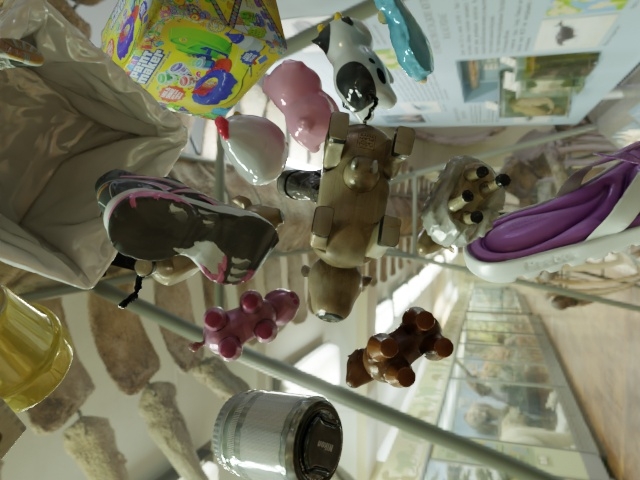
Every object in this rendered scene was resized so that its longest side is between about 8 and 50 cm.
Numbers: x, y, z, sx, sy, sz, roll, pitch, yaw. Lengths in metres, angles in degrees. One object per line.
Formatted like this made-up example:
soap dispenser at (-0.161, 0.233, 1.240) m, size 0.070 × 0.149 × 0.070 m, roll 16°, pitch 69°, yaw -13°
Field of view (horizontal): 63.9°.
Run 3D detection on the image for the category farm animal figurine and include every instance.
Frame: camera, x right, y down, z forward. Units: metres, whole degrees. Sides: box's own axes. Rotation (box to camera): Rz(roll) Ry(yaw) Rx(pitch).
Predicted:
farm animal figurine at (0.000, 0.000, 0.576) m, size 0.326 × 0.330 × 0.172 m, roll -62°, pitch 0°, yaw -10°

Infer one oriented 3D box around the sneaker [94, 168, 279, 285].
sneaker at (-0.108, -0.020, 0.436) m, size 0.072 × 0.077 × 0.178 m, roll -50°, pitch -34°, yaw 7°

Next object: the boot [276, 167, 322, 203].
boot at (0.056, -0.107, 1.087) m, size 0.263 × 0.229 × 0.091 m, roll -13°, pitch -70°, yaw -32°

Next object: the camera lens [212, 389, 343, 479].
camera lens at (-0.099, 0.486, 1.265) m, size 0.219 × 0.274 × 0.219 m, roll 12°, pitch -104°, yaw -54°

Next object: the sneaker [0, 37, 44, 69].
sneaker at (-0.352, -0.201, 0.564) m, size 0.083 × 0.037 × 0.031 m, roll 3°, pitch -126°, yaw -33°

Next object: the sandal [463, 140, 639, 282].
sandal at (0.392, -0.066, 0.703) m, size 0.102 × 0.416 × 0.169 m, roll 60°, pitch -176°, yaw -30°

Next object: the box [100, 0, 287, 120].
box at (-0.278, -0.430, 1.105) m, size 0.279 × 0.290 × 0.176 m, roll 4°, pitch -115°, yaw -41°

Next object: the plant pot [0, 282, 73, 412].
plant pot at (-0.704, 0.213, 1.102) m, size 0.239 × 0.254 × 0.254 m, roll 90°, pitch -168°, yaw -51°

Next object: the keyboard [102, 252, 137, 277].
keyboard at (-0.481, 0.023, 1.112) m, size 0.023 × 0.180 × 0.108 m, roll 118°, pitch 166°, yaw -71°

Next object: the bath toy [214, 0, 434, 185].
bath toy at (-0.017, -0.217, 0.748) m, size 0.129 × 0.348 × 0.151 m, roll 35°, pitch -146°, yaw -42°

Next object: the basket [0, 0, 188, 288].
basket at (-0.457, -0.149, 0.803) m, size 0.328 × 0.267 × 0.331 m, roll -61°, pitch -34°, yaw -10°

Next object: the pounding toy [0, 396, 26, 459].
pounding toy at (-0.582, 0.339, 0.750) m, size 0.181 × 0.206 × 0.094 m, roll -76°, pitch -36°, yaw -63°
